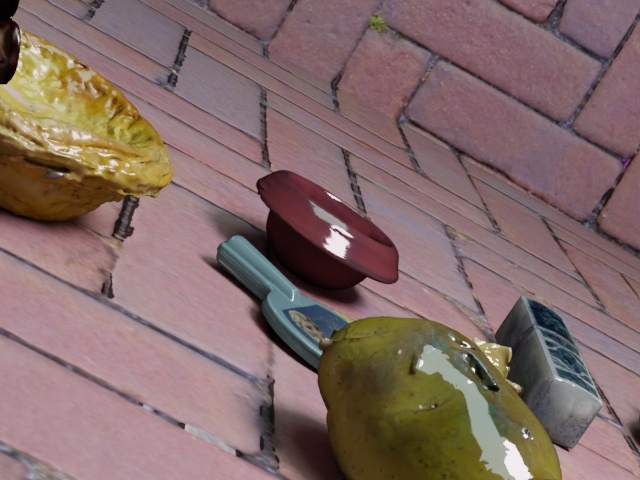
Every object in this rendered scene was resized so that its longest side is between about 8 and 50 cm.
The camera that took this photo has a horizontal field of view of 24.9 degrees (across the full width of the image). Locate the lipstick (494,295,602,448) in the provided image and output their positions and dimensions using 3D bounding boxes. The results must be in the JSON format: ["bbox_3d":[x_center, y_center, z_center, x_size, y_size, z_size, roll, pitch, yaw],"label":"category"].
[{"bbox_3d":[0.265,0.151,1.711,0.077,0.076,0.290,31,15,-8],"label":"lipstick"}]

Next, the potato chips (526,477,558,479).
[{"bbox_3d":[0.157,0.261,0.995,0.195,0.062,0.208,25,41,-33],"label":"potato chips"}]

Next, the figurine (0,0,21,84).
[{"bbox_3d":[-0.419,-0.191,1.125,0.370,0.281,0.167,3,-9,-29],"label":"figurine"}]

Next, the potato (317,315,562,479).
[{"bbox_3d":[0.098,0.157,1.152,0.169,0.143,0.248,-10,42,-30],"label":"potato"}]

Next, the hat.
[{"bbox_3d":[0.000,0.000,1.656,0.205,0.089,0.205,34,10,-6],"label":"hat"}]

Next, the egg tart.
[{"bbox_3d":[-0.278,-0.105,1.356,0.294,0.123,0.294,31,16,-10],"label":"egg tart"}]

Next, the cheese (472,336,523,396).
[{"bbox_3d":[0.194,0.148,1.643,0.060,0.041,0.084,20,30,-13],"label":"cheese"}]

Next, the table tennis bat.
[{"bbox_3d":[-0.019,0.074,1.457,0.237,0.038,0.149,41,17,28],"label":"table tennis bat"}]
